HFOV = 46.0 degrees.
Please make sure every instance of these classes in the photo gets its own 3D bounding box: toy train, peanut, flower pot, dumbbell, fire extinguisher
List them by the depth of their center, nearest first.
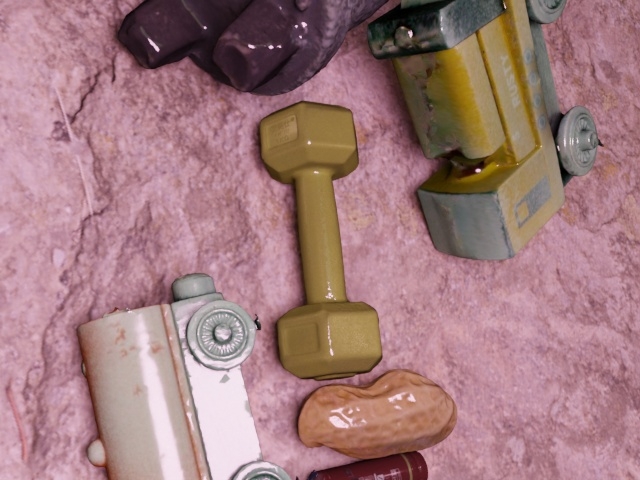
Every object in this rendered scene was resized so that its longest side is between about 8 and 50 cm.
[{"bbox_3d":[-0.131,0.179,0.715,0.177,0.116,0.286,-12,82,-18],"label":"toy train"},{"bbox_3d":[-0.061,-0.311,0.782,0.299,0.299,0.283,51,56,-6],"label":"flower pot"},{"bbox_3d":[0.040,0.261,0.810,0.158,0.043,0.064,-3,119,-28],"label":"fire extinguisher"},{"bbox_3d":[0.066,0.188,0.817,0.194,0.093,0.083,5,35,-29],"label":"peanut"},{"bbox_3d":[0.000,0.000,0.830,0.108,0.121,0.302,13,67,-54],"label":"dumbbell"},{"bbox_3d":[0.205,-0.176,0.912,0.253,0.160,0.397,-39,121,-32],"label":"toy train"}]
